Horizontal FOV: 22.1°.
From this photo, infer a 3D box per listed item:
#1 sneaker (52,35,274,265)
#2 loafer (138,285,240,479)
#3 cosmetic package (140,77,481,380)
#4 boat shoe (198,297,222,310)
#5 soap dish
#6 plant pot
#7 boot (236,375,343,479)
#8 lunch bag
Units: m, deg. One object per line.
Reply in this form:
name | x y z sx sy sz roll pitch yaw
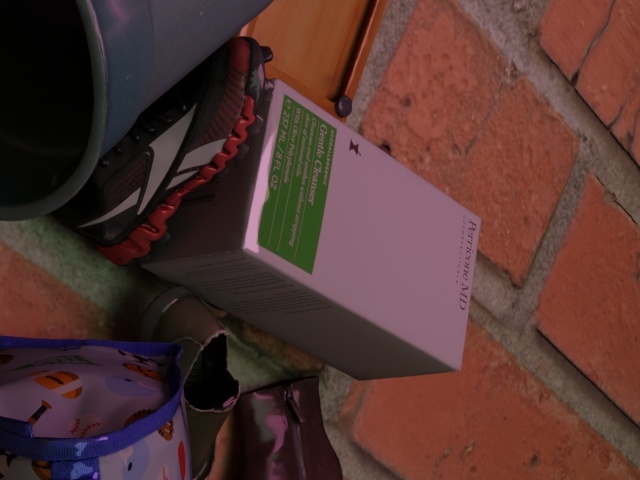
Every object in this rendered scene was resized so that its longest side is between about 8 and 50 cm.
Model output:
sneaker | -0.159 -0.095 1.553 0.135 0.097 0.276 26 120 -34
loafer | -0.136 0.168 1.678 0.094 0.087 0.251 -33 137 -38
cosmetic package | 0.000 0.000 1.740 0.365 0.155 0.197 29 62 -43
boat shoe | -0.081 0.063 1.779 0.125 0.038 0.046 25 79 -46
soap dish | -0.030 -0.268 1.711 0.229 0.118 0.291 27 78 -46
plant pot | -0.210 -0.242 1.395 0.334 0.341 0.341 -39 124 -44
boot | -0.077 0.272 1.813 0.248 0.090 0.207 -16 97 -43
lunch bag | -0.226 0.271 1.409 0.239 0.385 0.328 1 99 -8
